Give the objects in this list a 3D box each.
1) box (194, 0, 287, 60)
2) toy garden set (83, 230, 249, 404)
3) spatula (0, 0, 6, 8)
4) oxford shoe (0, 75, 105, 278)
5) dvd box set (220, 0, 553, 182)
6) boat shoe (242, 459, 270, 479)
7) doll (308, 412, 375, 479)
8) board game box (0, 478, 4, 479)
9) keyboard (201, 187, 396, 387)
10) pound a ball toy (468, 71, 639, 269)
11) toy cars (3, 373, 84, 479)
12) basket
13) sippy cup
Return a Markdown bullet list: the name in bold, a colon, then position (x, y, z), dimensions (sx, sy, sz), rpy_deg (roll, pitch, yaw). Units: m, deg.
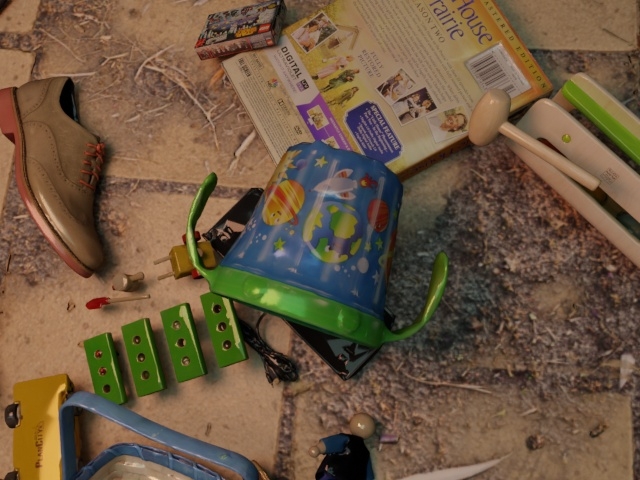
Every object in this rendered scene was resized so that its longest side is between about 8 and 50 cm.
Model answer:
- **box**: position (-0.127, -0.339, 1.026), dimensions (0.137, 0.027, 0.094), rpy_deg (-6, 51, 21)
- **toy garden set**: position (-0.237, 0.116, 0.954), dimensions (0.244, 0.049, 0.204), rpy_deg (-21, 77, 13)
- **spatula**: position (-0.638, -0.339, 1.116), dimensions (0.084, 0.030, 0.296), rpy_deg (38, 85, 14)
- **oxford shoe**: position (-0.395, -0.112, 0.998), dimensions (0.130, 0.123, 0.348), rpy_deg (-24, 78, -5)
- **dvd box set**: position (0.095, -0.247, 1.001), dimensions (0.420, 0.062, 0.307), rpy_deg (-29, 76, 0)
- **boat shoe**: position (-0.076, 0.393, 0.875), dimensions (0.060, 0.064, 0.178), rpy_deg (-17, 76, -23)
- **doll**: position (0.022, 0.319, 0.873), dimensions (0.129, 0.046, 0.189), rpy_deg (48, 62, -26)
- **board game box**: position (-0.456, 0.455, 0.914), dimensions (0.194, 0.060, 0.194), rpy_deg (10, 79, 8)
- **keyboard**: position (-0.058, 0.086, 0.964), dimensions (0.201, 0.033, 0.317), rpy_deg (-45, 76, -5)
- **pound a ball toy**: position (0.359, -0.088, 0.884), dimensions (0.319, 0.136, 0.208), rpy_deg (46, 53, 12)
- **toy cars**: position (-0.471, 0.240, 0.951), dimensions (0.394, 0.087, 0.176), rpy_deg (35, 69, 16)
- **basket**: position (-0.221, 0.341, 0.812), dimensions (0.255, 0.201, 0.289), rpy_deg (21, 122, 10)
- **sippy cup**: position (0.000, 0.000, 0.840), dimensions (0.240, 0.305, 0.224), rpy_deg (6, 75, 52)
